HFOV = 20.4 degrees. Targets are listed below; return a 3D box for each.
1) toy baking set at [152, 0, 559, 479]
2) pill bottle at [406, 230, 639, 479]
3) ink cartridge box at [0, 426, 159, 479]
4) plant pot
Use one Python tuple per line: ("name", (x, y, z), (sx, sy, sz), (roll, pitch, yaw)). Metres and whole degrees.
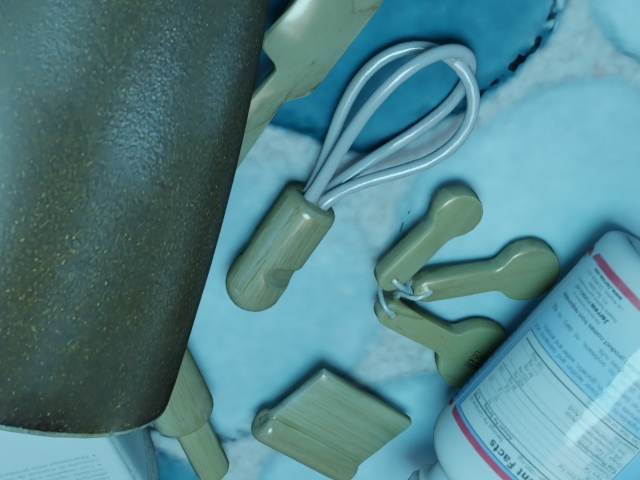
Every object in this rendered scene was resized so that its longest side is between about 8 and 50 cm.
("toy baking set", (-0.006, 0.004, 0.763), (0.196, 0.030, 0.256), (-26, 129, 2))
("pill bottle", (0.107, 0.080, 0.781), (0.087, 0.087, 0.160), (35, 105, -26))
("ink cartridge box", (-0.206, 0.135, 0.800), (0.275, 0.060, 0.239), (-14, 149, 1))
("plant pot", (-0.104, -0.087, 0.603), (0.215, 0.215, 0.230), (21, 102, -20))
